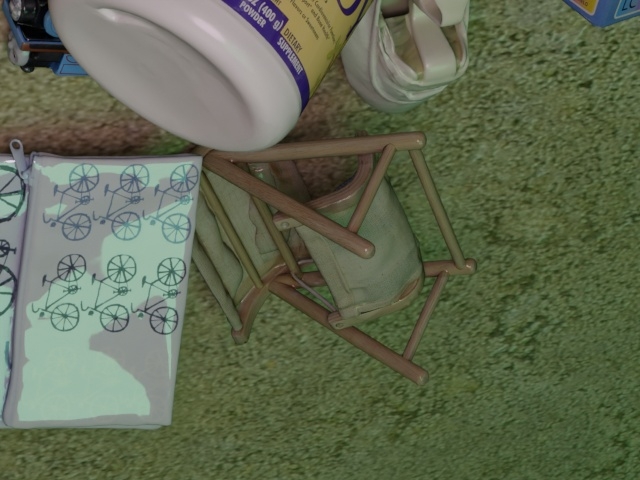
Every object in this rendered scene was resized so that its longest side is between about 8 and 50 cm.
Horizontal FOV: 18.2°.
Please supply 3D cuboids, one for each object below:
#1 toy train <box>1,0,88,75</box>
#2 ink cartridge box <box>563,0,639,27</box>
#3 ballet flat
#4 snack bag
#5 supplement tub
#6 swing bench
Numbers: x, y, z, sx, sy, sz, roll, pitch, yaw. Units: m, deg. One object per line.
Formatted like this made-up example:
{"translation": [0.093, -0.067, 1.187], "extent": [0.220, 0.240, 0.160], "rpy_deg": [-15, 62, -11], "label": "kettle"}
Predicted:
{"translation": [-0.213, -0.199, 1.880], "extent": [0.184, 0.080, 0.105], "rpy_deg": [-2, 136, -33], "label": "toy train"}
{"translation": [0.364, -0.433, 1.952], "extent": [0.270, 0.151, 0.395], "rpy_deg": [-21, 138, -37], "label": "ink cartridge box"}
{"translation": [0.099, -0.235, 1.981], "extent": [0.139, 0.139, 0.400], "rpy_deg": [-20, 145, -17], "label": "ballet flat"}
{"translation": [-0.299, 0.054, 1.995], "extent": [0.342, 0.037, 0.323], "rpy_deg": [1, 115, -18], "label": "snack bag"}
{"translation": [-0.055, -0.268, 1.714], "extent": [0.331, 0.241, 0.241], "rpy_deg": [-58, 145, -20], "label": "supplement tub"}
{"translation": [0.000, 0.000, 2.122], "extent": [0.165, 0.254, 0.253], "rpy_deg": [-64, 150, -27], "label": "swing bench"}
